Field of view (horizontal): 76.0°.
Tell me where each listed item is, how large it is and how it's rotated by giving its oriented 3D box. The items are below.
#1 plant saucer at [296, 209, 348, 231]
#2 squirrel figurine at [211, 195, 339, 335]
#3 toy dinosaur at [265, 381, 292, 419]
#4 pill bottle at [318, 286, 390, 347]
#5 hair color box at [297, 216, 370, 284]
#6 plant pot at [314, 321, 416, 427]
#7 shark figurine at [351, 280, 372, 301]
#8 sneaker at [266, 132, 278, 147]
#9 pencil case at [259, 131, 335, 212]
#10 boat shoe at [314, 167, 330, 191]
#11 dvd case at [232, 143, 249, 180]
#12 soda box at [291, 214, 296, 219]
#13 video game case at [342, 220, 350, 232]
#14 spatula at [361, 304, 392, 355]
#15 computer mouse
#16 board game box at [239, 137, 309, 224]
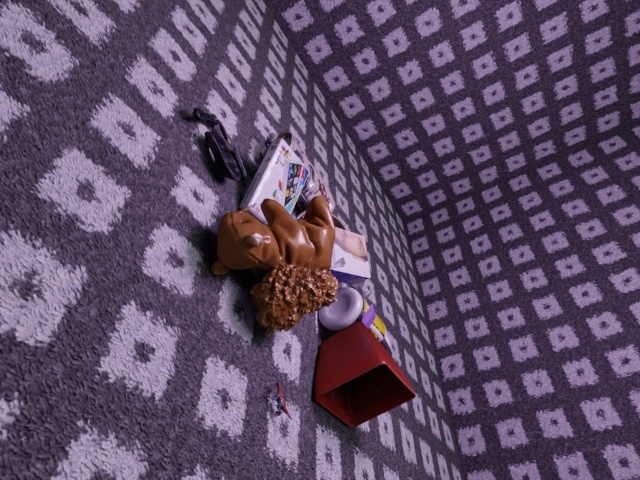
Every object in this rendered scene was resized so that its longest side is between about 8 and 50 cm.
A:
[{"bbox_3d":[0.000,0.000,1.701,0.278,0.041,0.278,11,65,-24],"label":"plant saucer"},{"bbox_3d":[-0.126,0.063,1.213,0.370,0.281,0.397,5,61,-59],"label":"squirrel figurine"},{"bbox_3d":[-0.109,0.436,1.130,0.047,0.090,0.082,40,62,-78],"label":"toy dinosaur"},{"bbox_3d":[0.152,0.354,1.665,0.334,0.188,0.188,50,26,-35],"label":"pill bottle"},{"bbox_3d":[0.035,0.046,1.556,0.339,0.110,0.185,16,59,-43],"label":"hair color box"},{"bbox_3d":[0.135,0.458,1.458,0.267,0.267,0.236,51,14,-35],"label":"plant pot"},{"bbox_3d":[0.200,0.256,1.940,0.166,0.116,0.278,47,25,5],"label":"shark figurine"},{"bbox_3d":[-0.211,-0.427,1.812,0.058,0.052,0.135,27,43,-53],"label":"sneaker"},{"bbox_3d":[-0.085,-0.247,1.746,0.410,0.160,0.183,55,39,-36],"label":"pencil case"},{"bbox_3d":[-0.038,-0.250,1.948,0.324,0.123,0.116,31,42,-54],"label":"boat shoe"},{"bbox_3d":[-0.287,-0.280,1.478,0.087,0.013,0.119,109,-39,-85],"label":"dvd case"},{"bbox_3d":[-0.108,0.006,1.575,0.071,0.067,0.210,3,66,-66],"label":"soda box"},{"bbox_3d":[0.105,0.017,1.860,0.206,0.026,0.227,62,25,5],"label":"video game case"},{"bbox_3d":[0.223,0.366,1.583,0.084,0.030,0.296,-48,125,-26],"label":"spatula"},{"bbox_3d":[-0.342,-0.311,1.380,0.262,0.060,0.184,62,12,-7],"label":"computer mouse"},{"bbox_3d":[-0.159,-0.192,1.498,0.193,0.053,0.305,46,57,-44],"label":"board game box"}]
